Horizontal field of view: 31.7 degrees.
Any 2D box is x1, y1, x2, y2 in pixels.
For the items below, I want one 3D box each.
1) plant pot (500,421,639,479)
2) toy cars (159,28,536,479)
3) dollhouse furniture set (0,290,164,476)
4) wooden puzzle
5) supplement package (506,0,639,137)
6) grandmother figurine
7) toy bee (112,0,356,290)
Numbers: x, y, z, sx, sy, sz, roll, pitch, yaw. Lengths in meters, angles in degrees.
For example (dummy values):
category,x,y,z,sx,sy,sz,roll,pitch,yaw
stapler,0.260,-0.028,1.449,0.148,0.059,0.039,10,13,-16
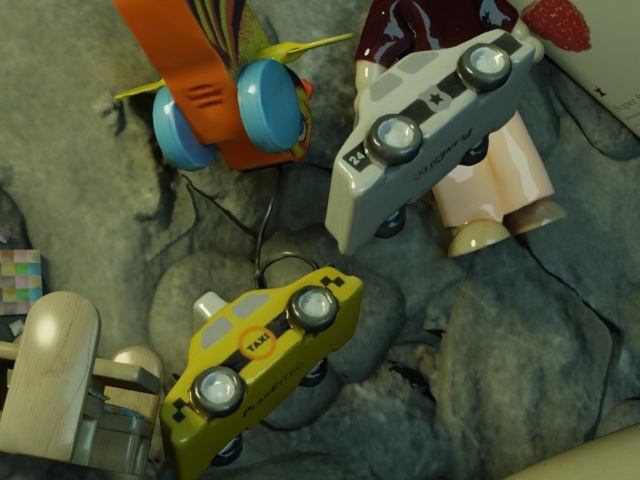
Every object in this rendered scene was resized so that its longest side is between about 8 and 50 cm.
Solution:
category,x,y,z,sx,sy,sz,roll,pitch,yaw
plant pot,0.175,0.283,0.858,0.274,0.256,0.257,-9,80,-12
toy cars,0.000,0.000,0.804,0.087,0.176,0.394,40,103,19
dollhouse furniture set,-0.222,0.049,0.728,0.242,0.212,0.161,9,76,5
wooden puzzle,-0.234,0.031,0.843,0.049,0.006,0.083,0,77,-26
supplement package,0.295,-0.269,1.080,0.293,0.177,0.175,38,64,-12
grandmother figurine,0.119,-0.166,1.016,0.207,0.104,0.342,-19,88,-37
toy bee,-0.068,-0.111,0.896,0.195,0.298,0.162,8,38,11
